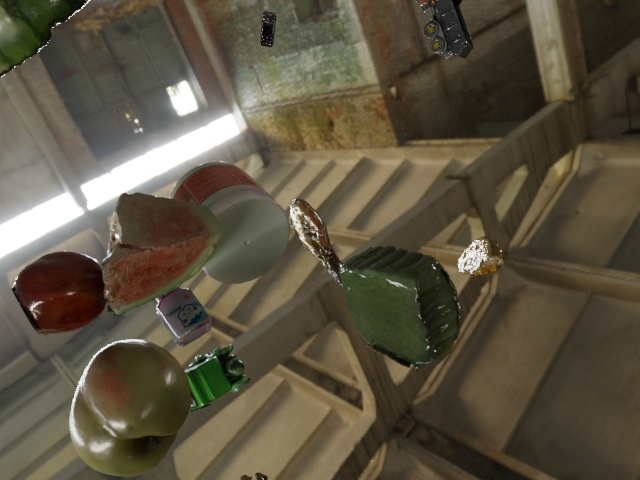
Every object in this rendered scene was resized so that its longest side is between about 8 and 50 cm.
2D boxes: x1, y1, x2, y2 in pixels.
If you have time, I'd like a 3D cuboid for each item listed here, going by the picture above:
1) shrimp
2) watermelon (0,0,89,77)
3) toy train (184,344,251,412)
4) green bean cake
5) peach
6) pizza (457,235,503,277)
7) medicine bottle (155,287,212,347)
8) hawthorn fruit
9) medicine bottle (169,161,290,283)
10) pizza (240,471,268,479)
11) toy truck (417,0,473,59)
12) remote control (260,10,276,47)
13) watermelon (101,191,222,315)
[{"bbox_3d":[0.000,0.000,1.653,0.062,0.164,0.317,-26,-114,-23],"label":"shrimp"},{"bbox_3d":[-0.427,-0.374,0.733,0.331,0.189,0.330,-20,-126,30],"label":"watermelon"},{"bbox_3d":[-0.321,0.388,1.525,0.243,0.132,0.188,-30,176,41],"label":"toy train"},{"bbox_3d":[0.160,0.130,1.091,0.125,0.222,0.227,-27,-155,-30],"label":"green bean cake"},{"bbox_3d":[-0.423,0.359,1.223,0.247,0.292,0.292,-5,-172,-41],"label":"peach"},{"bbox_3d":[0.435,0.047,1.490,0.246,0.058,0.127,118,-4,-73],"label":"pizza"},{"bbox_3d":[-0.421,0.208,1.644,0.119,0.094,0.188,-31,-111,-27],"label":"medicine bottle"},{"bbox_3d":[-0.576,0.121,1.281,0.251,0.189,0.189,-5,-159,-11],"label":"hawthorn fruit"},{"bbox_3d":[-0.242,-0.052,1.438,0.253,0.252,0.241,-29,-139,-16],"label":"medicine bottle"},{"bbox_3d":[-0.046,0.474,0.939,0.052,0.195,0.185,-49,-134,15],"label":"pizza"},{"bbox_3d":[0.264,-0.479,1.180,0.092,0.192,0.083,-19,-177,29],"label":"toy truck"},{"bbox_3d":[-0.142,-0.575,1.503,0.039,0.096,0.014,10,-140,-2],"label":"remote control"},{"bbox_3d":[-0.376,0.029,1.209,0.310,0.232,0.193,-26,-132,22],"label":"watermelon"}]
